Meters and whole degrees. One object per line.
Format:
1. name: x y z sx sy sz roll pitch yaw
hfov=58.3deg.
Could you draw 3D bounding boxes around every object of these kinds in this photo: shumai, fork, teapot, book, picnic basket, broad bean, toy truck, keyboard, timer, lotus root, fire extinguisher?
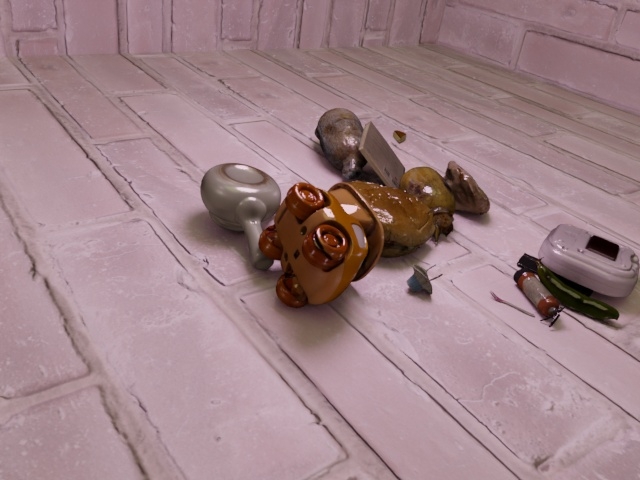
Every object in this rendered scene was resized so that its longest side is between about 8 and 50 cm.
1. shumai: 0.415 -0.143 1.728 0.201 0.120 0.201 49 13 -15
2. fork: 0.448 0.151 1.346 0.115 0.012 0.016 30 40 23
3. teapot: -0.201 -0.075 1.420 0.219 0.149 0.318 13 29 -6
4. book: 0.200 -0.255 1.810 0.215 0.025 0.283 51 24 -14
5. picnic basket: 0.243 0.086 1.338 0.083 0.083 0.065 -34 12 12
6. broad bean: 0.602 0.125 1.373 0.069 0.039 0.227 -43 65 -10
7. toy truck: 0.000 0.000 1.264 0.211 0.204 0.288 0 50 -37
8. keyboard: 0.608 0.089 1.484 0.195 0.018 0.060 27 41 28
9. timer: 0.702 0.043 1.492 0.237 0.087 0.262 25 27 23
10. lotus root: 0.081 -0.329 1.905 0.174 0.175 0.350 -2 38 -17
11. lotus root: 0.309 -0.110 1.623 0.153 0.154 0.278 2 37 -11
12. fire extinguisher: 0.515 0.134 1.353 0.062 0.050 0.177 -34 32 10

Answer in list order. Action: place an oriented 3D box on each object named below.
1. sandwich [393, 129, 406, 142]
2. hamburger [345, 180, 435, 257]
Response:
1. sandwich: 0.311 -0.402 2.219 0.043 0.031 0.083 -4 35 -13
2. hamburger: 0.136 -0.052 1.489 0.308 0.133 0.211 20 30 15
